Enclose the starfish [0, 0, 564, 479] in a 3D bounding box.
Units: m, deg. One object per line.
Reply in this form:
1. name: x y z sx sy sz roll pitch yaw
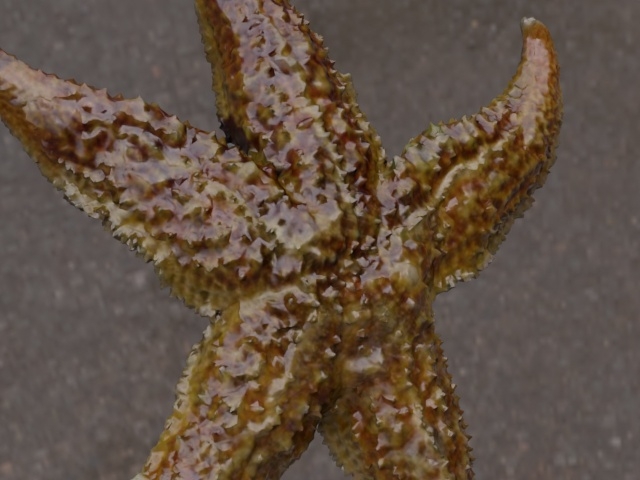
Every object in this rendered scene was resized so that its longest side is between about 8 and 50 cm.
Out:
1. starfish: 0.000 0.000 0.567 0.240 0.227 0.043 -43 13 -31
